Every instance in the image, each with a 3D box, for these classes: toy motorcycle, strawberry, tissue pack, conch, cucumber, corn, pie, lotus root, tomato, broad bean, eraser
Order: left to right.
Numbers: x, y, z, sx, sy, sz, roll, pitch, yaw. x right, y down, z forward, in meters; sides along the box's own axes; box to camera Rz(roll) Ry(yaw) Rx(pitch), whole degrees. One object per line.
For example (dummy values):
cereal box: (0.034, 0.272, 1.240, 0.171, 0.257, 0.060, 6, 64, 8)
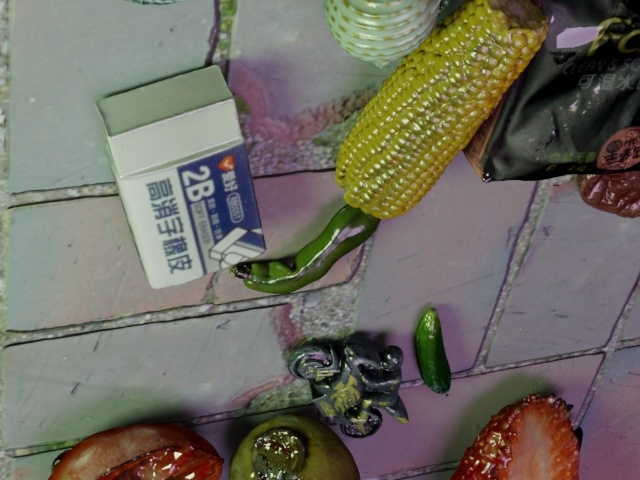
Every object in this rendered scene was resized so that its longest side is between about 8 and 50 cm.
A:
tomato: (-0.228, 0.277, 1.625, 0.228, 0.101, 0.228, -21, 145, -16)
eraser: (-0.128, -0.056, 1.330, 0.125, 0.068, 0.210, -17, 139, -8)
lotus root: (-0.024, 0.311, 1.733, 0.154, 0.154, 0.278, -22, 140, -4)
broad bean: (0.002, 0.007, 1.482, 0.195, 0.046, 0.061, -29, 124, 9)
toy motorcycle: (0.049, 0.167, 1.670, 0.124, 0.061, 0.193, -26, 133, 12)
conch: (0.065, -0.214, 1.226, 0.135, 0.102, 0.153, -32, -176, -5)
corn: (0.098, -0.119, 1.323, 0.102, 0.101, 0.310, 1, 147, -28)
cucumber: (0.134, 0.141, 1.706, 0.039, 0.039, 0.168, -20, 138, -6)
strawberry: (0.254, 0.315, 1.914, 0.233, 0.138, 0.306, -15, 117, -41)
tissue pack: (0.283, -0.199, 1.342, 0.245, 0.123, 0.332, -6, 137, -25)
pie: (0.357, -0.084, 1.574, 0.154, 0.038, 0.153, -12, 137, -12)

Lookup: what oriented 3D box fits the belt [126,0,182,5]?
belt: (-0.137, -0.255, 1.097, 0.163, 0.082, 0.147, -7, 133, -22)
